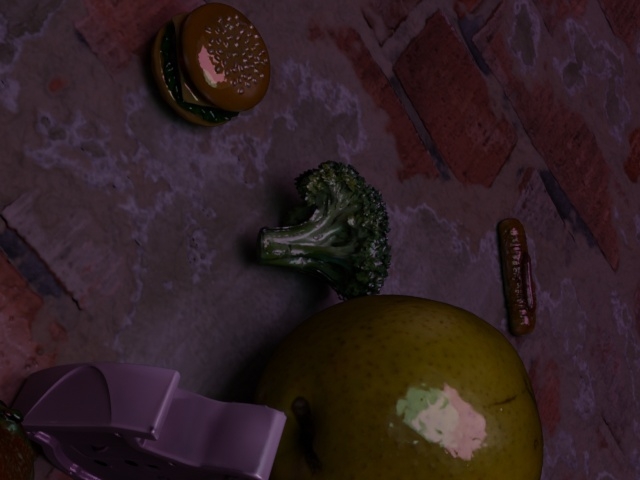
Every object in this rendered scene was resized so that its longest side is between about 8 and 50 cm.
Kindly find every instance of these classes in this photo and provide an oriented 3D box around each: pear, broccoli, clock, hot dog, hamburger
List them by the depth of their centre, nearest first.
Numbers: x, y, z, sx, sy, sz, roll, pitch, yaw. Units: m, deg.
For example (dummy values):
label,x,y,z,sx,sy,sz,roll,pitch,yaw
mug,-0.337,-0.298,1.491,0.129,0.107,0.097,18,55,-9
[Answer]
label,x,y,z,sx,sy,sz,roll,pitch,yaw
clock,-0.152,0.229,1.110,0.275,0.290,0.080,47,49,-37
pear,0.106,0.239,1.321,0.418,0.362,0.362,8,75,-42
hamburger,-0.141,-0.230,1.352,0.162,0.115,0.162,15,69,-45
broccoli,0.000,0.000,1.416,0.194,0.194,0.219,-7,98,-47
hot dog,0.361,0.065,1.852,0.066,0.047,0.215,8,75,-48

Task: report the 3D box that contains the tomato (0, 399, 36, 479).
label,x,y,z,sx,sy,sz,roll,pitch,yaw
tomato,-0.401,0.202,0.854,0.303,0.304,0.239,34,73,-36
